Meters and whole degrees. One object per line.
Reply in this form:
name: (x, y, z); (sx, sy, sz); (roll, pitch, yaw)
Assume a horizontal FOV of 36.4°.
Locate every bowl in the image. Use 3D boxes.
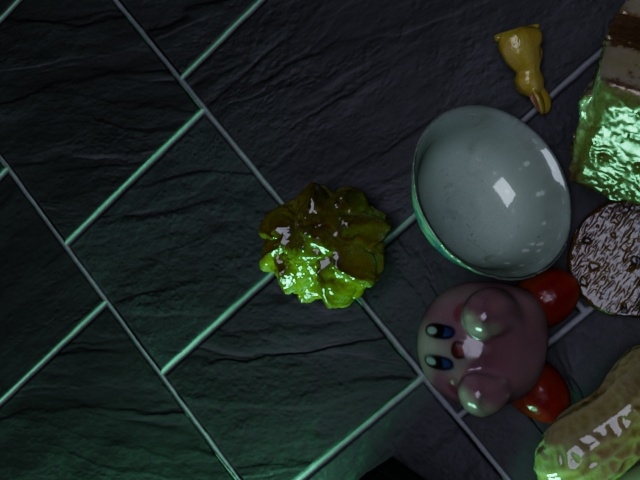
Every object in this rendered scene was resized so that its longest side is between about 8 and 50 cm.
bowl: (0.263, -0.063, 1.684); (0.146, 0.314, 0.313); (-36, 73, 59)

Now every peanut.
peanut: (0.486, 0.294, 1.610); (0.140, 0.153, 0.325); (44, 85, -5)

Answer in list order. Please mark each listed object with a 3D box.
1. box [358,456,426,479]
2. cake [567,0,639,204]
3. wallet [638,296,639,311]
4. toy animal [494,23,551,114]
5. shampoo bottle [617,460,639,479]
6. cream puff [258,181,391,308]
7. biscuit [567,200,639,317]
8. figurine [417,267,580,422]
box: (0.095, 0.574, 1.674); (0.204, 0.251, 0.345); (33, 97, 16)
cake: (0.546, -0.221, 1.513); (0.282, 0.255, 0.290); (22, 53, 20)
wallet: (0.658, -0.005, 1.599); (0.252, 0.054, 0.290); (4, 88, 4)
toy animal: (0.363, -0.296, 1.722); (0.083, 0.070, 0.159); (-20, 96, -24)
shampoo bottle: (0.542, 0.400, 1.628); (0.162, 0.079, 0.079); (-32, 79, 13)
cream puff: (0.008, 0.004, 1.776); (0.244, 0.196, 0.244); (0, 92, -12)
biscuit: (0.529, 0.028, 1.670); (0.212, 0.036, 0.212); (-1, 86, 16)
figurine: (0.282, 0.178, 1.666); (0.211, 0.261, 0.269); (7, 96, 49)
